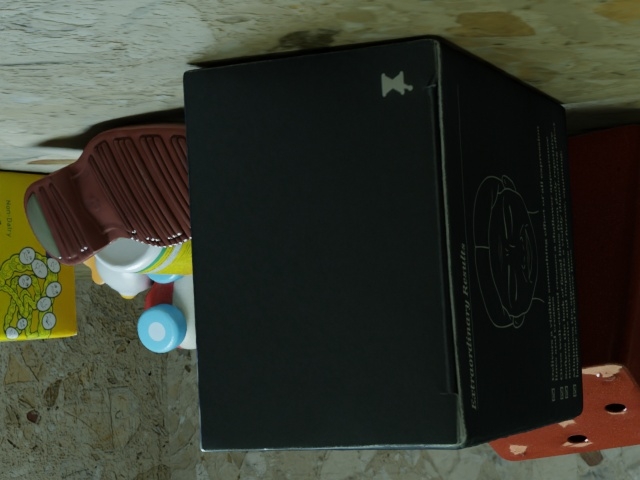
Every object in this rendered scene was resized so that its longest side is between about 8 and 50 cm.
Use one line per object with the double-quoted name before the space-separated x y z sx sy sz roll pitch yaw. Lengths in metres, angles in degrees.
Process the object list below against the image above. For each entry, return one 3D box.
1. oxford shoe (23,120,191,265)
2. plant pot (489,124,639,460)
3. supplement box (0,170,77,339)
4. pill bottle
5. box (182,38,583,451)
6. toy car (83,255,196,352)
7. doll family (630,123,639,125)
"oxford shoe" -0.159 -0.067 1.529 0.130 0.123 0.348 -33 -166 -37
"plant pot" 0.240 0.074 1.596 0.267 0.236 0.267 -12 144 23
"supplement box" -0.472 0.022 1.774 0.195 0.194 0.356 -6 175 40
"pill bottle" -0.187 -0.016 1.962 0.117 0.118 0.208 -5 176 29
"box" 0.069 0.017 1.312 0.212 0.294 0.395 -4 175 21
"toy car" -0.277 0.054 2.499 0.238 0.210 0.219 9 -167 22
"doll family" 0.377 -0.082 1.635 0.193 0.076 0.111 1 159 26
